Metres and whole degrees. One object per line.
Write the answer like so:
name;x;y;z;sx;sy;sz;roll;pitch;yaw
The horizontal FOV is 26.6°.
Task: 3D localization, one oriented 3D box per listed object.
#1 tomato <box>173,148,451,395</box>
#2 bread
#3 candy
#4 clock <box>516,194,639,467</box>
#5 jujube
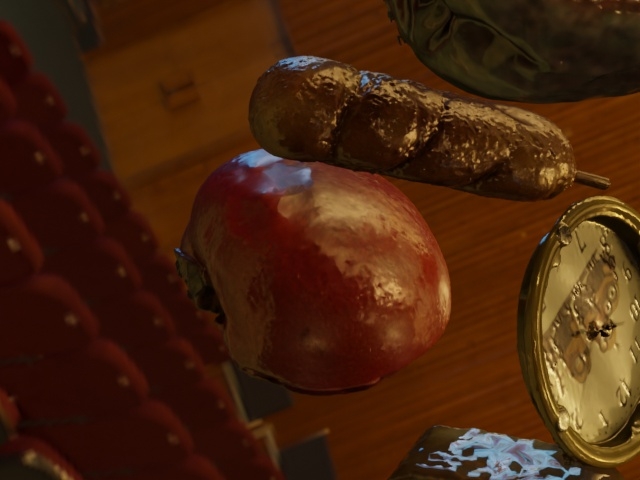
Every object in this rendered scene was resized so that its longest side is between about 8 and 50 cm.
tomato;-0.002;-0.006;1.509;0.335;0.290;0.176;-124;-151;-42
bread;0.100;-0.085;1.117;0.124;0.344;0.084;31;-71;62
candy;0.183;0.252;1.313;0.104;0.234;0.102;-42;127;-49
clock;0.233;0.079;1.175;0.237;0.057;0.237;6;82;-46
jujube;0.197;-0.218;0.905;0.246;0.308;0.215;-119;-168;-48
